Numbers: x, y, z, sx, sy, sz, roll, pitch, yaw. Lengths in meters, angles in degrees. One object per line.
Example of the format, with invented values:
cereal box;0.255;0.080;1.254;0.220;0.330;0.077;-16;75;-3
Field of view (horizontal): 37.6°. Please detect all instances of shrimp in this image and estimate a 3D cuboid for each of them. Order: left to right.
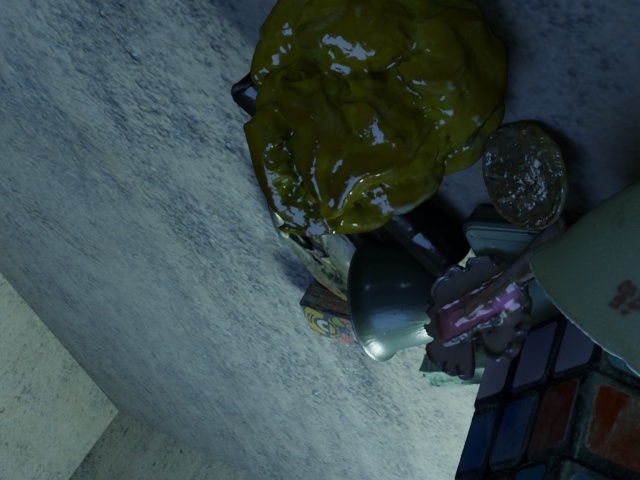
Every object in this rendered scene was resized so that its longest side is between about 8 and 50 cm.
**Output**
shrimp;0.000;0.000;1.592;0.247;0.085;0.360;27;158;33

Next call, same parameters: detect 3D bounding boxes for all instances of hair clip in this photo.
hair clip;0.248;0.065;1.247;0.069;0.172;0.300;17;139;-26

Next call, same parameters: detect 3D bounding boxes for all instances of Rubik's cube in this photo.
Rubik's cube;0.401;0.315;1.253;0.363;0.358;0.362;26;158;-4

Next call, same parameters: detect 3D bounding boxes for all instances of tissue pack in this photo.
tissue pack;0.044;0.148;1.798;0.148;0.060;0.108;16;149;31

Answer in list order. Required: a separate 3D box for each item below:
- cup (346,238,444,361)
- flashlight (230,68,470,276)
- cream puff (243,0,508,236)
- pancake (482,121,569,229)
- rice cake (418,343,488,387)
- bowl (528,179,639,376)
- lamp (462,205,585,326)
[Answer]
cup;0.151;0.087;1.471;0.150;0.199;0.199;-8;134;30
flashlight;0.056;-0.101;1.328;0.424;0.103;0.103;41;153;-17
cream puff;0.043;-0.145;1.081;0.325;0.257;0.291;-5;136;47
pancake;0.250;-0.078;1.158;0.139;0.022;0.139;32;132;45
rice cake;0.293;0.212;1.611;0.063;0.066;0.336;44;151;-18
bowl;0.443;0.034;0.918;0.435;0.435;0.195;28;109;13
lamp;0.355;0.062;1.308;0.267;0.047;0.269;5;141;41
